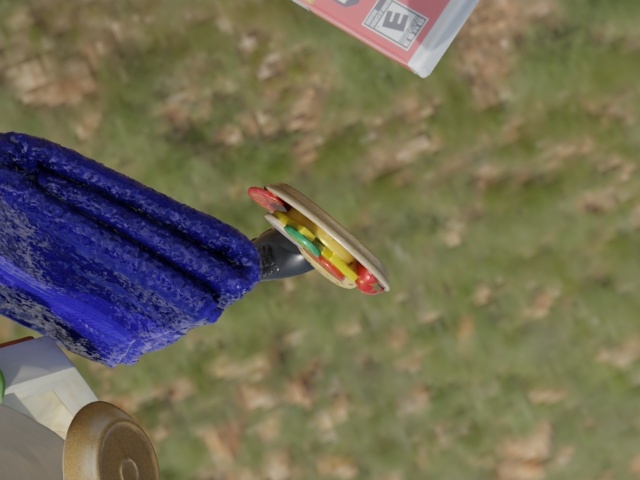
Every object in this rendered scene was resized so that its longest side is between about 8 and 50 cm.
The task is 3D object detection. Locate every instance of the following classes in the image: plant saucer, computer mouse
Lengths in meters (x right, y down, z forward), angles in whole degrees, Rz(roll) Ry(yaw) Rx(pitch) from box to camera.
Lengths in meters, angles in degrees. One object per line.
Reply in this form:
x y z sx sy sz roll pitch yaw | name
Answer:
-0.109 0.127 1.035 0.015 0.083 0.083 -14 170 27 | plant saucer
-0.080 0.013 1.783 0.242 0.041 0.071 -9 -161 45 | computer mouse

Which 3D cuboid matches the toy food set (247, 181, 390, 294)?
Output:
0.000 0.000 0.946 0.020 0.082 0.083 -50 -152 -4 | toy food set

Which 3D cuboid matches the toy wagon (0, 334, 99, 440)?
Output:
-0.332 0.213 1.540 0.344 0.068 0.267 -38 158 -9 | toy wagon

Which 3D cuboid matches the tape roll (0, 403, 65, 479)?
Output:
-0.271 0.178 1.106 0.286 0.286 0.100 -9 117 -43 | tape roll

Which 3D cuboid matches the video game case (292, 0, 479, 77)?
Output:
0.009 -0.257 1.241 0.204 0.285 0.025 -56 157 -2 | video game case

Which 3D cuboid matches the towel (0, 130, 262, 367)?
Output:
-0.190 0.021 1.480 0.228 0.076 0.308 25 160 -13 | towel
